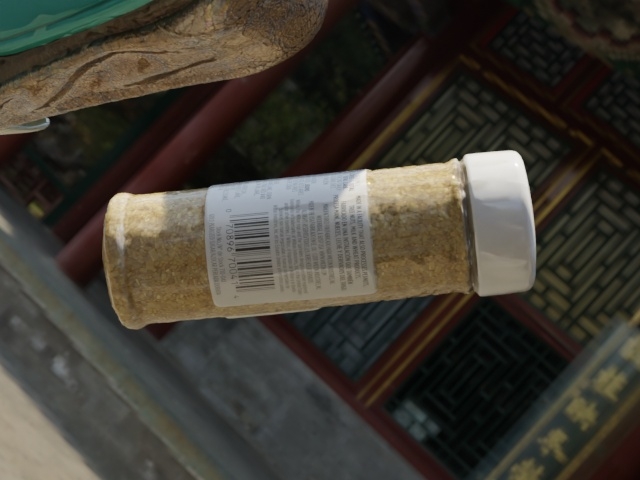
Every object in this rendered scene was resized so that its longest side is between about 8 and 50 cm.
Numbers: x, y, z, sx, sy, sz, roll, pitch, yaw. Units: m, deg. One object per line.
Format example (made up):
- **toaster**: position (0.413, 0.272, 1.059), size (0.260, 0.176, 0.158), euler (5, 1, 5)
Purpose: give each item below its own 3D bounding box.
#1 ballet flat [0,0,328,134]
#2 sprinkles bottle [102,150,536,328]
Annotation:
- **ballet flat**: position (-0.131, -0.087, 0.537), size (0.316, 0.108, 0.106), euler (-2, -10, 35)
- **sprinkles bottle**: position (0.000, 0.000, 1.043), size (0.121, 0.355, 0.121), euler (-6, 90, -86)
